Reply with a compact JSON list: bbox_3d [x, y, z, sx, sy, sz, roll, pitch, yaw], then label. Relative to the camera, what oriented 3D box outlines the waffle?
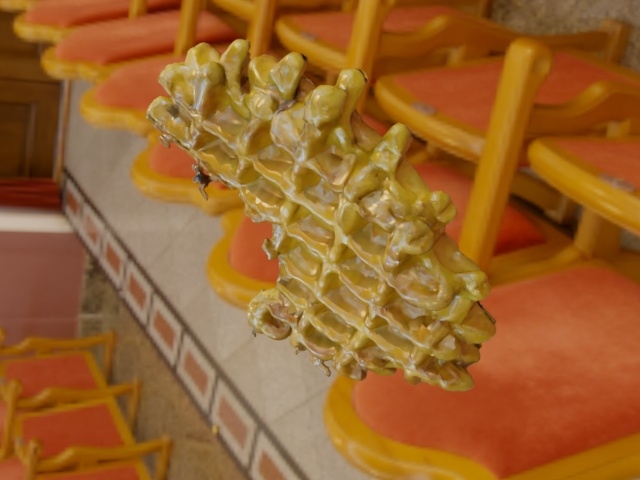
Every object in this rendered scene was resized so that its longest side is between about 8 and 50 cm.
[{"bbox_3d":[0.000,0.000,0.747,0.259,0.069,0.293,13,139,45],"label":"waffle"}]
